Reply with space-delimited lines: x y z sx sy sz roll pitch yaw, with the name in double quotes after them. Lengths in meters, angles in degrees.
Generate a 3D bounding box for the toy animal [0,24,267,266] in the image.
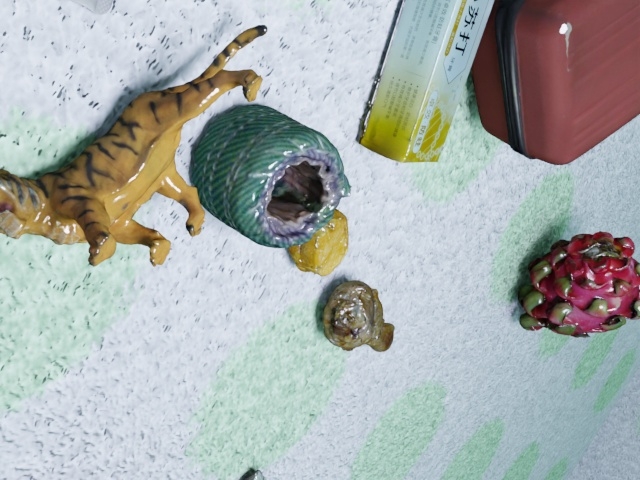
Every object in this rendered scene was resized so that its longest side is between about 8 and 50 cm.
-0.130 -0.076 0.527 0.255 0.116 0.114 -50 167 -19 "toy animal"

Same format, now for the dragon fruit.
0.461 0.086 1.245 0.198 0.272 0.218 53 44 -19 "dragon fruit"

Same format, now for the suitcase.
0.326 -0.255 0.819 0.297 0.161 0.236 -34 133 -14 "suitcase"

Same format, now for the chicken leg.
0.055 0.111 0.897 0.198 0.069 0.085 45 56 -60 "chicken leg"

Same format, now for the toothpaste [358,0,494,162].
0.130 -0.239 0.721 0.089 0.071 0.313 -8 121 -51 "toothpaste"

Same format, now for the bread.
0.000 0.000 0.759 0.083 0.046 0.081 33 84 -52 "bread"

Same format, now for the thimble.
-0.045 -0.055 0.629 0.118 0.090 0.135 -55 146 -1 "thimble"

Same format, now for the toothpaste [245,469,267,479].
-0.153 0.399 0.875 0.239 0.039 0.062 -45 146 -20 "toothpaste"

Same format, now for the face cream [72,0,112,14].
-0.188 -0.216 0.384 0.224 0.070 0.114 1 116 -63 "face cream"
